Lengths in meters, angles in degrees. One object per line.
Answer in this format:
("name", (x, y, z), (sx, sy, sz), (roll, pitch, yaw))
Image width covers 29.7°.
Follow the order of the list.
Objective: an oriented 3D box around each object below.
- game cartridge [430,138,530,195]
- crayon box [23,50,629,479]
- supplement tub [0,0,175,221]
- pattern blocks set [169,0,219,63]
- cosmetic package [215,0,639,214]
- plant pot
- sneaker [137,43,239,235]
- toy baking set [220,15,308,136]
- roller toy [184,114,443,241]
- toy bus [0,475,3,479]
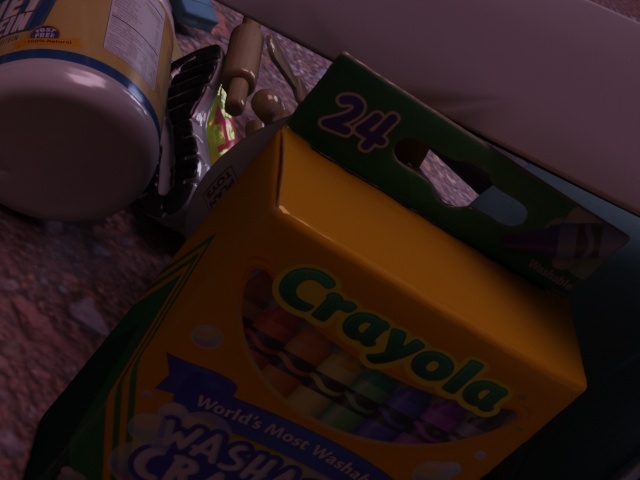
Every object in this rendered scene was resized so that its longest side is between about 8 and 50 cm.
("game cartridge", (0.227, -0.030, 1.207), (0.355, 0.068, 0.230), (38, -1, -39))
("crayon box", (-0.003, 0.078, 0.683), (0.203, 0.323, 0.083), (30, 31, -19))
("supplement tub", (-0.185, -0.129, 0.901), (0.144, 0.144, 0.199), (26, 41, -26))
("pattern blocks set", (-0.213, -0.208, 1.107), (0.325, 0.026, 0.285), (19, 41, -37))
("cosmetic package", (0.156, -0.086, 0.754), (0.377, 0.097, 0.284), (30, 10, 21))
("plant pot", (0.254, 0.118, 0.961), (0.341, 0.341, 0.334), (20, 29, -33))
("sneaker", (-0.102, -0.078, 1.025), (0.094, 0.081, 0.208), (46, 36, -41))
("toy baking set", (-0.043, -0.102, 1.079), (0.256, 0.030, 0.196), (-88, 163, -49))
("roller toy", (0.000, 0.000, 0.919), (0.191, 0.209, 0.146), (-19, 56, -12))
("toy bus", (-0.243, 0.104, 0.581), (0.191, 0.202, 0.104), (47, 59, -6))
